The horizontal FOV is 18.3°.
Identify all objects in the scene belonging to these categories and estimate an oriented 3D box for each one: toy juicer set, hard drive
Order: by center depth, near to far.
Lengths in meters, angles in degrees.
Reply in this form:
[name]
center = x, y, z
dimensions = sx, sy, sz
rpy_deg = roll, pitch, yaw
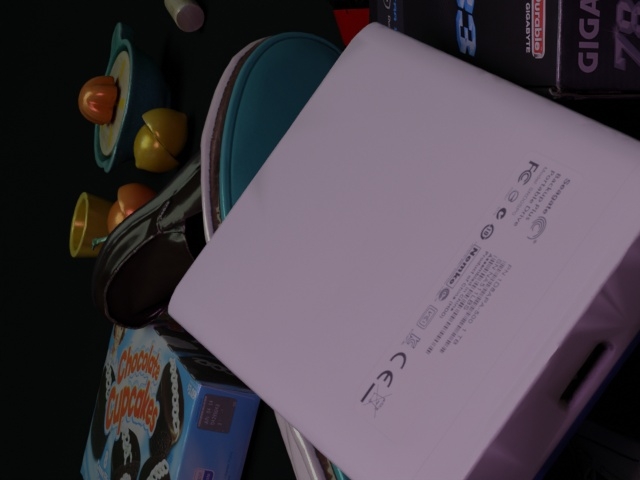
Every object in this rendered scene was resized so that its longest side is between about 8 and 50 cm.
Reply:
[hard drive]
center = 0.049, 0.011, 1.030
dimensions = 0.210, 0.040, 0.318
rpy_deg = -55, 31, 0
[toy juicer set]
center = -0.192, -0.140, 2.008
dimensions = 0.209, 0.089, 0.329
rpy_deg = -175, 95, -71

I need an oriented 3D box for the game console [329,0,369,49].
[game console]
center = 0.070, -0.163, 1.384
dimensions = 0.124, 0.085, 0.144
rpy_deg = 71, 165, -11

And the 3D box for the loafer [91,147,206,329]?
[loafer]
center = -0.118, 0.003, 1.679
dimensions = 0.220, 0.080, 0.078
rpy_deg = -50, 39, 26

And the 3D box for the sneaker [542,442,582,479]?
[sneaker]
center = 0.101, 0.246, 0.989
dimensions = 0.131, 0.112, 0.319
rpy_deg = 83, -174, -68

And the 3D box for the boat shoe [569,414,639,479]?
[boat shoe]
center = 0.143, 0.110, 1.004
dimensions = 0.100, 0.035, 0.035
rpy_deg = 21, 97, 64

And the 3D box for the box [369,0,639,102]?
[box]
center = 0.106, -0.229, 1.158
dimensions = 0.293, 0.073, 0.295
rpy_deg = -162, 72, -71

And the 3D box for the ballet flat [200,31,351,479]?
[ballet flat]
center = 0.005, 0.061, 1.226
dimensions = 0.139, 0.139, 0.400
rpy_deg = -56, 43, 50

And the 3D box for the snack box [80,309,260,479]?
[snack box]
center = -0.138, 0.171, 1.733
dimensions = 0.322, 0.060, 0.187
rpy_deg = -144, 66, -69
